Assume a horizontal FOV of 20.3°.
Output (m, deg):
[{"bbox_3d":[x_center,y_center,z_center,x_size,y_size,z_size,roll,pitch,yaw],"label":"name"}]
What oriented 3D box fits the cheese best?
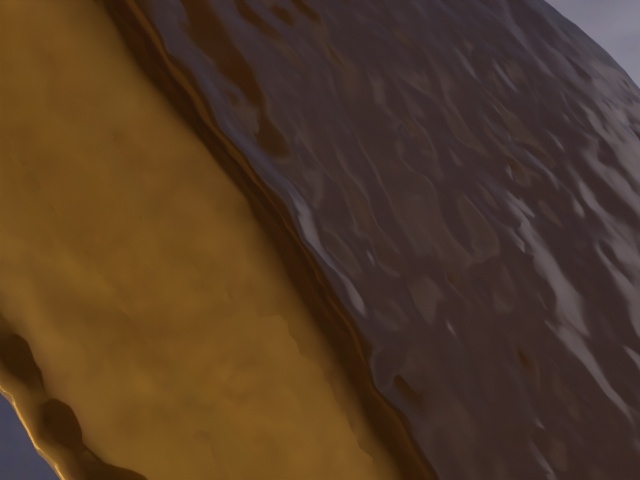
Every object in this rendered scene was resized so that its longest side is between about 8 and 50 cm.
[{"bbox_3d":[-0.001,-0.001,0.564,0.104,0.384,0.384,-44,-153,27],"label":"cheese"}]
